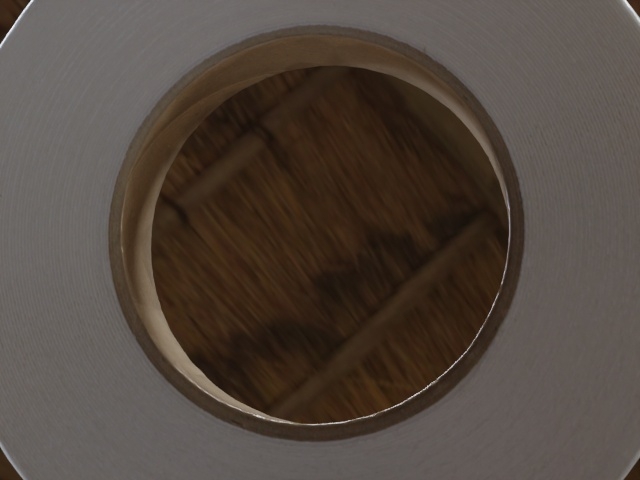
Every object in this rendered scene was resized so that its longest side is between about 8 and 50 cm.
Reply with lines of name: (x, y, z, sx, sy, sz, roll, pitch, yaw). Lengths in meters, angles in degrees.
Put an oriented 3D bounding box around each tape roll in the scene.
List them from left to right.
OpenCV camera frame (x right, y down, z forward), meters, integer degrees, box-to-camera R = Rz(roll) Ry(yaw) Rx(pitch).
tape roll: (0.000, 0.000, 0.843, 0.392, 0.072, 0.392, -1, -98, 7)
